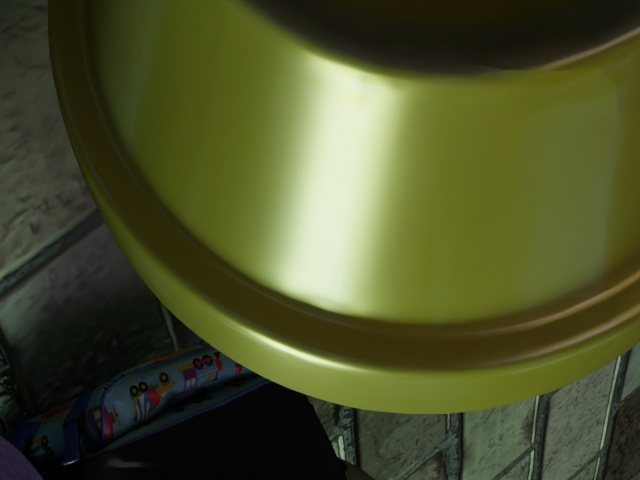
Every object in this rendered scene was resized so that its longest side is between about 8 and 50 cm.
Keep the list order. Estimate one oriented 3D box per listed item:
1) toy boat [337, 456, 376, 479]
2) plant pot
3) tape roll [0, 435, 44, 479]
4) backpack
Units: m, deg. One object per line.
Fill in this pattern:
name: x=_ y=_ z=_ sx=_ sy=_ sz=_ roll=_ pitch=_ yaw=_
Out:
toy boat: x=-0.035 y=0.247 z=0.938 sx=0.267 sy=0.148 sz=0.318 roll=-39 pitch=-161 yaw=-11
plant pot: x=0.034 y=-0.086 z=0.534 sx=0.254 sy=0.254 sz=0.239 roll=-43 pitch=170 yaw=-8
tape roll: x=-0.220 y=0.181 z=0.666 sx=0.275 sy=0.090 sz=0.275 roll=-29 pitch=128 yaw=-45
backpack: x=-0.093 y=0.130 z=0.872 sx=0.158 sy=0.117 sz=0.173 roll=-19 pitch=173 yaw=-42
